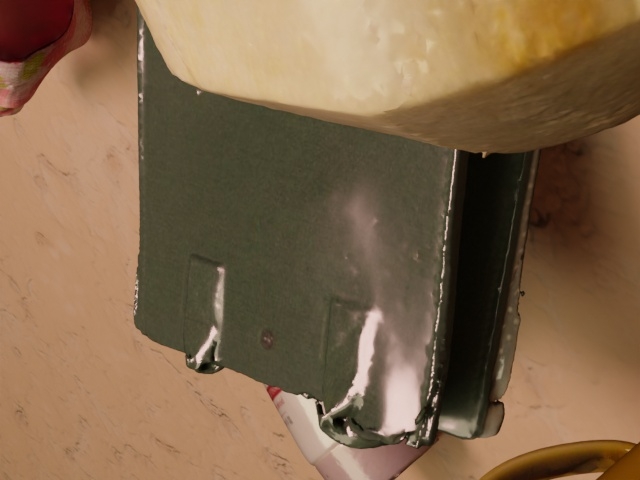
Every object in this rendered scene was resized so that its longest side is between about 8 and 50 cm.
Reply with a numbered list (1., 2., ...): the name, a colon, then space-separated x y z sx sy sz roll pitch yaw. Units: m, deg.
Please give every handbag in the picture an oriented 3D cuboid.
1. handbag: -0.002 -0.035 0.821 0.247 0.079 0.260 17 104 42

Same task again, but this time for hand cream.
1. hand cream: -0.023 0.070 1.073 0.248 0.083 0.133 51 167 11

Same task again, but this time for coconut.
1. coconut: 0.057 -0.173 0.507 0.323 0.323 0.323 33 145 27

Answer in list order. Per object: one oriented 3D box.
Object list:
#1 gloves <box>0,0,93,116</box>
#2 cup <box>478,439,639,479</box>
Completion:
1. gloves: -0.215 -0.168 1.042 0.145 0.126 0.241 54 178 -15
2. cup: 0.179 0.168 0.767 0.241 0.226 0.185 26 143 38
